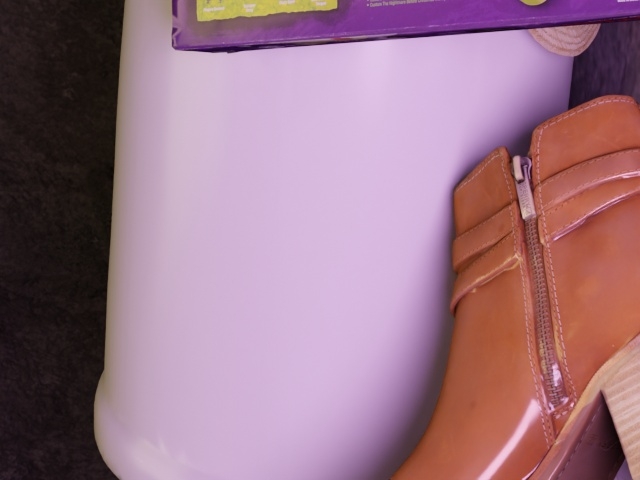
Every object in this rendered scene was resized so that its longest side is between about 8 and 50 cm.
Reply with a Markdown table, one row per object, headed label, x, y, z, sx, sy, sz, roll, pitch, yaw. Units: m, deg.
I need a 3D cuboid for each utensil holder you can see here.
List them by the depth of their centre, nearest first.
| label | x | y | z | sx | sy | sz | roll | pitch | yaw |
| --- | --- | --- | --- | --- | --- | --- | --- | --- | --- |
| utensil holder | 0.010 | -0.032 | 1.031 | 0.327 | 0.327 | 0.385 | -116 | 29 | -67 |

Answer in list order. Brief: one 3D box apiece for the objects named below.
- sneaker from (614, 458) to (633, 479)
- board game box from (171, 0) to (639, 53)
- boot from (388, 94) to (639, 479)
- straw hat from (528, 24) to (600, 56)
| label | x | y | z | sx | sy | sz | roll | pitch | yaw |
| --- | --- | --- | --- | --- | --- | --- | --- | --- | --- |
| sneaker | 0.155 | 0.104 | 0.859 | 0.090 | 0.095 | 0.235 | -174 | 85 | -82 |
| board game box | 0.072 | -0.208 | 0.736 | 0.056 | 0.347 | 0.208 | -11 | -80 | -58 |
| boot | 0.094 | 0.062 | 0.805 | 0.283 | 0.109 | 0.220 | -33 | 56 | 30 |
| straw hat | 0.163 | -0.185 | 0.855 | 0.061 | 0.144 | 0.144 | -7 | 82 | 41 |
